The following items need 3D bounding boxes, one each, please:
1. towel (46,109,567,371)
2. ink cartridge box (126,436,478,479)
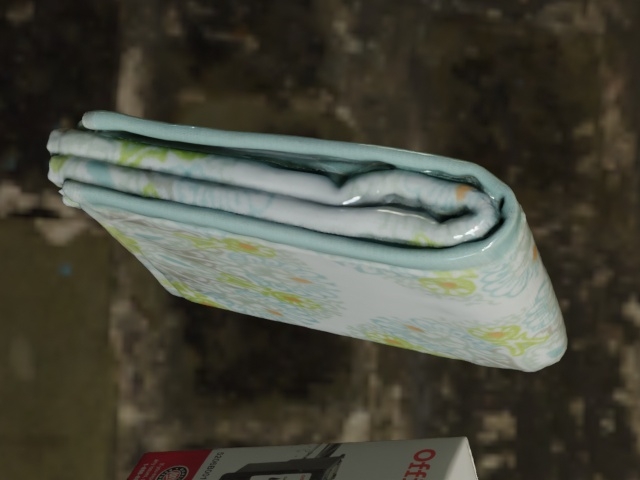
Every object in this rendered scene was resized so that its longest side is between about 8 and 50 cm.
[{"bbox_3d":[0.000,0.000,1.574,0.320,0.374,0.090,50,-126,-68],"label":"towel"},{"bbox_3d":[-0.014,0.134,0.793,0.109,0.150,0.063,-57,-43,-59],"label":"ink cartridge box"}]
